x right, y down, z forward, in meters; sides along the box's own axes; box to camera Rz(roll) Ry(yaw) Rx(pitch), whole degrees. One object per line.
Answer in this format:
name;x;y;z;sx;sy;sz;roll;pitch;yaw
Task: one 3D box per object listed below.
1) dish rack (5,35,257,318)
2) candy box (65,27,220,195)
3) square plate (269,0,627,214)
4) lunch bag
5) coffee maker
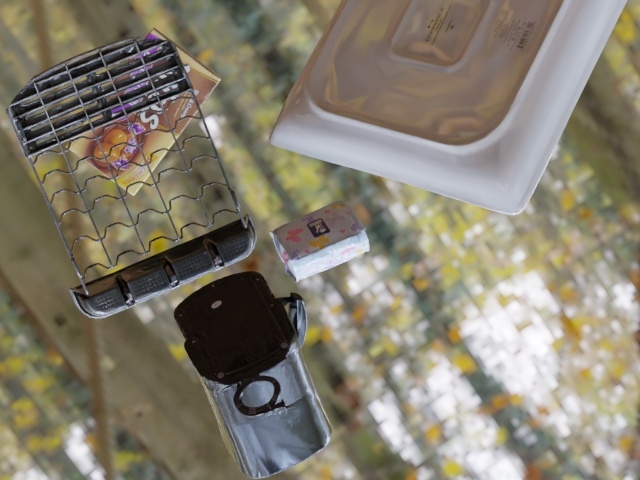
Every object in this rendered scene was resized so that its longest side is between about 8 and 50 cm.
dish rack;-0.198;-0.068;1.909;0.208;0.271;0.074;-23;-168;-8
candy box;-0.223;-0.163;2.326;0.186;0.109;0.053;-52;-172;4
square plate;0.139;-0.222;1.953;0.344;0.049;0.347;18;-104;38
lunch bag;0.000;0.000;1.554;0.071;0.053;0.083;-24;-168;-5
coffee maker;-0.063;0.149;1.771;0.120;0.178;0.171;-8;-131;10
